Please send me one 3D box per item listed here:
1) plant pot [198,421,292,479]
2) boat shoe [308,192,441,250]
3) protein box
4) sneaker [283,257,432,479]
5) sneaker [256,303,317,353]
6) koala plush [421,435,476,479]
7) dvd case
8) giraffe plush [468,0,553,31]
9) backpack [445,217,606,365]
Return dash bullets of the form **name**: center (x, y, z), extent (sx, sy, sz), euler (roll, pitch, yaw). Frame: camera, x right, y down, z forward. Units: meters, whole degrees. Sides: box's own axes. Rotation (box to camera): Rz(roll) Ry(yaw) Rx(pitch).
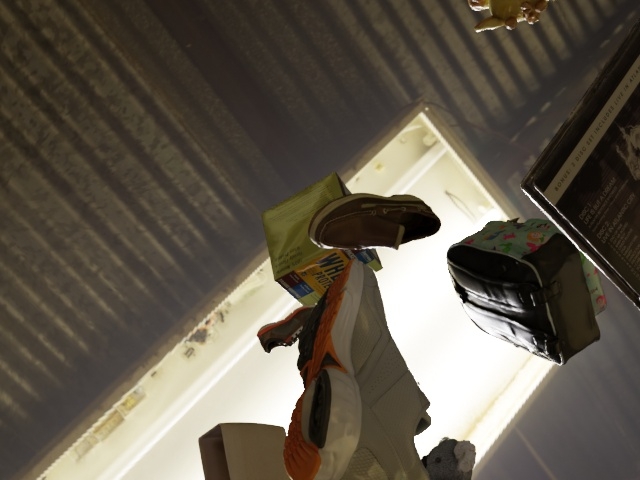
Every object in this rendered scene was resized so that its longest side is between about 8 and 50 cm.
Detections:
- **plant pot**: center (-0.095, 0.299, 0.800), extent (0.096, 0.109, 0.109), euler (-3, -115, -30)
- **boat shoe**: center (0.104, -0.027, 1.014), extent (0.257, 0.095, 0.095), euler (-13, -52, -34)
- **protein box**: center (0.000, 0.000, 1.311), extent (0.200, 0.201, 0.136), euler (-28, -43, 14)
- **sneaker**: center (0.045, 0.126, 0.563), extent (0.121, 0.099, 0.262), euler (27, -144, -12)
- **sneaker**: center (-0.052, 0.187, 1.231), extent (0.158, 0.065, 0.061), euler (-28, -41, 8)
- **koala plush**: center (0.304, 0.579, 1.436), extent (0.203, 0.196, 0.221), euler (18, -110, 0)
- **dvd case**: center (0.260, -0.027, 0.433), extent (0.221, 0.018, 0.164), euler (42, -104, -15)
- **giraffe plush**: center (0.283, -0.393, 0.898), extent (0.210, 0.181, 0.170), euler (28, -132, -9)
- **backpack**: center (0.347, 0.072, 1.044), extent (0.191, 0.253, 0.225), euler (-32, -70, -24)
